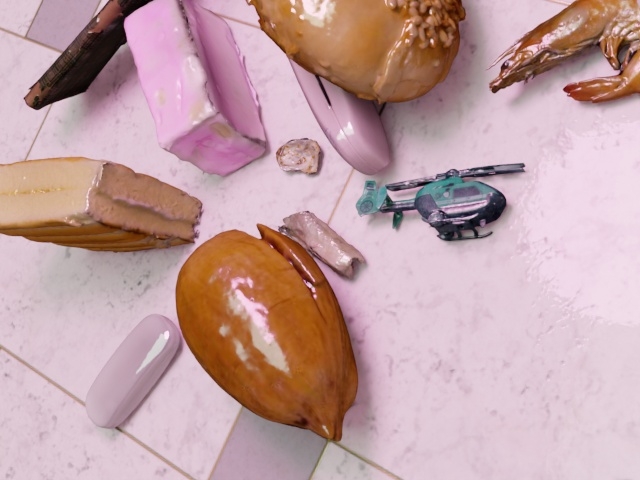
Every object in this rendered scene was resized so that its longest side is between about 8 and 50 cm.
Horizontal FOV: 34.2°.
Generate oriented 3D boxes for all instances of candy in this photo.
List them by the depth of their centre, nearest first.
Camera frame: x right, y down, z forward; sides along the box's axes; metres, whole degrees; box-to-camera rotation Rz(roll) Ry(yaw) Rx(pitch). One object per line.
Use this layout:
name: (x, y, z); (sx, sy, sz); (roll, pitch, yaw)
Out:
candy: (-0.184, -0.239, 1.559); (0.116, 0.155, 0.265); (-31, 62, 19)

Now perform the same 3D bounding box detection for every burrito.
burrito: (0.000, 0.000, 1.438); (0.149, 0.041, 0.055); (38, 110, 35)

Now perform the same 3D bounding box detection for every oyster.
oyster: (-0.032, -0.123, 1.511); (0.083, 0.019, 0.054); (10, 82, 32)

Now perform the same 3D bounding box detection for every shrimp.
shrimp: (0.329, -0.234, 1.294); (0.249, 0.068, 0.150); (-19, 70, 20)

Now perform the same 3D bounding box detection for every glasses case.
glasses case: (0.017, -0.219, 1.453); (0.075, 0.113, 0.296); (-33, 60, 17)
glasses case: (-0.281, 0.195, 1.548); (0.074, 0.049, 0.193); (43, 98, 34)

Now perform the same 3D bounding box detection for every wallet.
wallet: (-0.343, -0.333, 1.660); (0.044, 0.169, 0.317); (46, 118, -4)

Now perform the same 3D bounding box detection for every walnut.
walnut: (-0.061, 0.128, 1.344); (0.209, 0.209, 0.336); (-43, 57, 14)

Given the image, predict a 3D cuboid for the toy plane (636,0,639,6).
toy plane: (0.487, -0.322, 1.187); (0.252, 0.118, 0.252); (-9, 70, 28)

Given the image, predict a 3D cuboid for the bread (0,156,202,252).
bread: (-0.336, -0.049, 1.550); (0.246, 0.239, 0.110); (-1, 81, 34)

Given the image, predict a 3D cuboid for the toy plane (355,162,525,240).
toy plane: (0.150, -0.051, 1.351); (0.235, 0.060, 0.096); (-6, 64, 27)

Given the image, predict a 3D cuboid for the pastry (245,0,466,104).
pastry: (0.057, -0.326, 1.354); (0.315, 0.285, 0.184); (57, 132, 30)
